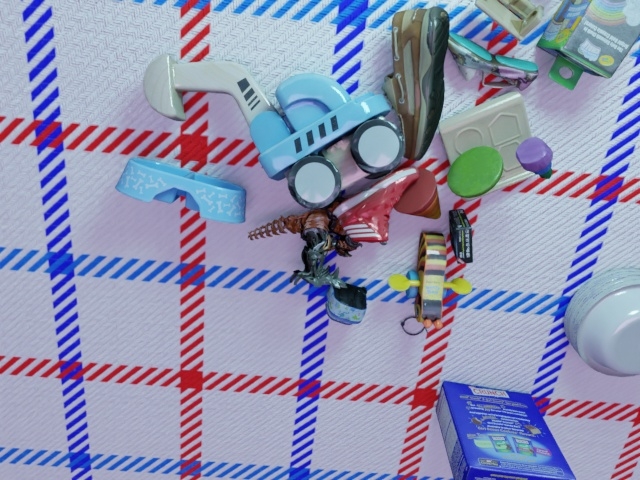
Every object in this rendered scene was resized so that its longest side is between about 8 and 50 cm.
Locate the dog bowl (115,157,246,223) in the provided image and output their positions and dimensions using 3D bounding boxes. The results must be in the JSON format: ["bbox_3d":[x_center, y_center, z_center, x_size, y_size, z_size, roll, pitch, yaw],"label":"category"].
[{"bbox_3d":[-0.307,-0.116,1.243,0.297,0.166,0.074,15,101,-7],"label":"dog bowl"}]

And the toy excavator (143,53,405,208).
[{"bbox_3d":[-0.094,-0.263,1.167,0.433,0.222,0.445,-29,91,5],"label":"toy excavator"}]

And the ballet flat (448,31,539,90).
[{"bbox_3d":[0.360,-0.375,1.186,0.221,0.077,0.079,17,132,-8],"label":"ballet flat"}]

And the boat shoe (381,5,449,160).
[{"bbox_3d":[0.199,-0.336,1.182,0.120,0.122,0.324,15,125,23],"label":"boat shoe"}]

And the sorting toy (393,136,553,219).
[{"bbox_3d":[0.347,-0.119,1.235,0.366,0.127,0.126,-17,141,34],"label":"sorting toy"}]

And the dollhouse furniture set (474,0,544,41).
[{"bbox_3d":[0.412,-0.519,1.079,0.123,0.144,0.151,31,146,-13],"label":"dollhouse furniture set"}]

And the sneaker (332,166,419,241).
[{"bbox_3d":[0.150,-0.070,1.256,0.221,0.087,0.128,-29,86,0],"label":"sneaker"}]

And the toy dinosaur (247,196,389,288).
[{"bbox_3d":[0.000,0.000,1.320,0.322,0.164,0.218,2,90,13],"label":"toy dinosaur"}]

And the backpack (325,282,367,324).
[{"bbox_3d":[0.065,0.164,1.387,0.105,0.114,0.084,18,112,-9],"label":"backpack"}]

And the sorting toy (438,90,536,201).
[{"bbox_3d":[0.389,-0.215,1.264,0.193,0.038,0.208,-22,115,8],"label":"sorting toy"}]

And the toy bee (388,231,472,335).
[{"bbox_3d":[0.279,0.138,1.355,0.195,0.162,0.298,-17,113,5],"label":"toy bee"}]

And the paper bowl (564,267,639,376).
[{"bbox_3d":[0.793,0.226,1.406,0.284,0.148,0.284,0,115,0],"label":"paper bowl"}]

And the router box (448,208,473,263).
[{"bbox_3d":[0.335,-0.011,1.309,0.038,0.122,0.092,-5,113,7],"label":"router box"}]

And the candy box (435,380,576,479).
[{"bbox_3d":[0.467,0.528,1.440,0.268,0.317,0.122,9,115,-3],"label":"candy box"}]

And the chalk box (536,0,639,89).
[{"bbox_3d":[0.553,-0.422,1.130,0.132,0.132,0.213,25,112,-12],"label":"chalk box"}]
